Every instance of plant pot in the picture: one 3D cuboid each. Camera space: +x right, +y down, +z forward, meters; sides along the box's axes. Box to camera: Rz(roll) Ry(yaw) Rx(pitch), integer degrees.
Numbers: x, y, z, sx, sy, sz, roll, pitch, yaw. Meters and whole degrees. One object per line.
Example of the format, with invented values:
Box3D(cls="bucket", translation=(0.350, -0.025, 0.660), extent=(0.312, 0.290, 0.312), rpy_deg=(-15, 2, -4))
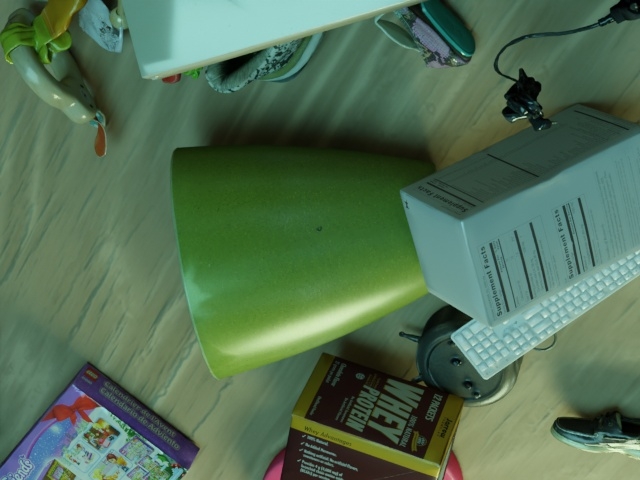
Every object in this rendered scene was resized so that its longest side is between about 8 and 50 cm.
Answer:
Box3D(cls="plant pot", translation=(0.000, 0.000, 1.807), extent=(0.293, 0.275, 0.275), rpy_deg=(-11, 117, 4))

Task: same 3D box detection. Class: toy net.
Box3D(cls="toy net", translation=(-0.200, -0.243, 1.786), extent=(0.232, 0.045, 0.122), rpy_deg=(7, 120, 53))

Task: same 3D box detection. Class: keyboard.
Box3D(cls="keyboard", translation=(0.276, 0.068, 1.845), extent=(0.256, 0.014, 0.072), rpy_deg=(-37, 106, 15))

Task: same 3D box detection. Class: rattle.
Box3D(cls="rattle", translation=(-0.273, -0.210, 1.851), extent=(0.143, 0.130, 0.200), rpy_deg=(-40, 114, 2))

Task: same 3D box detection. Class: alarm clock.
Box3D(cls="alarm clock", translation=(0.201, 0.140, 1.923), extent=(0.192, 0.064, 0.129), rpy_deg=(-18, 112, 22))

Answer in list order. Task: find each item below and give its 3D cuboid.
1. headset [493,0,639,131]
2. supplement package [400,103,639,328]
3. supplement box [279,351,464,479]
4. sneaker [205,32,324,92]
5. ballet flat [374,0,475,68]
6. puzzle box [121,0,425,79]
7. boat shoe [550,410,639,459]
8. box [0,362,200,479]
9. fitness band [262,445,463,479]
Box3D(cls="headset", translation=(0.293, -0.299, 1.560), extent=(0.243, 0.185, 0.394), rpy_deg=(30, 112, -1))
Box3D(cls="supplement package", translation=(0.233, -0.031, 1.690), extent=(0.244, 0.139, 0.134), rpy_deg=(-26, 116, -17))
Box3D(cls="supplement box", translation=(0.058, 0.276, 1.940), extent=(0.191, 0.129, 0.194), rpy_deg=(18, 127, 9))
Box3D(cls="sneaker", translation=(-0.034, -0.321, 1.650), extent=(0.158, 0.182, 0.410), rpy_deg=(20, 122, 5))
Box3D(cls="ballet flat", translation=(0.084, -0.263, 1.694), extent=(0.079, 0.077, 0.221), rpy_deg=(-20, 130, 30))
Box3D(cls="puzzle box", translation=(-0.018, -0.341, 1.544), extent=(0.409, 0.052, 0.272), rpy_deg=(-14, 90, 12))
Box3D(cls="boat shoe", translation=(0.364, 0.235, 1.934), extent=(0.152, 0.056, 0.049), rpy_deg=(9, 117, 1))
Box3D(cls="box", translation=(-0.331, 0.329, 2.201), extent=(0.201, 0.057, 0.293), rpy_deg=(38, 123, -8))
Box3D(cls="fitness band", translation=(0.054, 0.342, 2.095), extent=(0.291, 0.054, 0.209), rpy_deg=(-25, 107, 27))
